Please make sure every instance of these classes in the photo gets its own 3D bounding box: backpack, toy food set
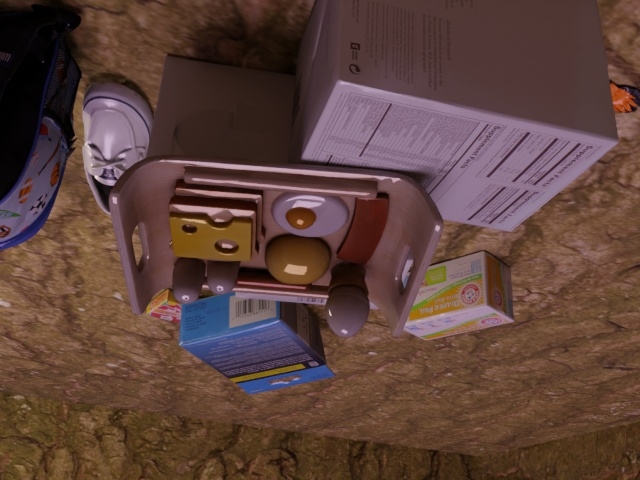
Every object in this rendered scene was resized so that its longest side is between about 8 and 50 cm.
[{"bbox_3d":[-0.408,-0.118,0.772,0.276,0.264,0.213,2,154,2],"label":"backpack"},{"bbox_3d":[-0.049,0.026,0.708,0.306,0.092,0.220,4,144,-4],"label":"toy food set"}]

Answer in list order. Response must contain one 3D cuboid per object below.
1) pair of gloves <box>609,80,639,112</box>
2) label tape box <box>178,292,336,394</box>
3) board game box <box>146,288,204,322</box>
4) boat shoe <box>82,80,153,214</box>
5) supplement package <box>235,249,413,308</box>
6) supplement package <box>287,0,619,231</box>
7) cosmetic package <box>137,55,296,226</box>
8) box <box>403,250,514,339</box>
[{"bbox_3d":[0.384,-0.181,0.824,0.074,0.010,0.083,24,147,-34],"label":"pair of gloves"},{"bbox_3d":[-0.133,0.230,1.567,0.240,0.106,0.334,-15,146,15],"label":"label tape box"},{"bbox_3d":[-0.264,0.176,1.616,0.259,0.039,0.124,17,151,-30],"label":"board game box"},{"bbox_3d":[-0.283,-0.117,0.958,0.095,0.084,0.258,7,154,-6],"label":"boat shoe"},{"bbox_3d":[0.000,0.000,1.091,0.261,0.145,0.204,6,153,-3],"label":"supplement package"},{"bbox_3d":[0.118,-0.154,0.698,0.262,0.199,0.198,10,154,-12],"label":"supplement package"},{"bbox_3d":[-0.090,-0.083,0.843,0.224,0.224,0.138,7,153,-5],"label":"cosmetic package"},{"bbox_3d":[0.256,0.110,1.320,0.203,0.114,0.103,-20,146,38],"label":"box"}]
